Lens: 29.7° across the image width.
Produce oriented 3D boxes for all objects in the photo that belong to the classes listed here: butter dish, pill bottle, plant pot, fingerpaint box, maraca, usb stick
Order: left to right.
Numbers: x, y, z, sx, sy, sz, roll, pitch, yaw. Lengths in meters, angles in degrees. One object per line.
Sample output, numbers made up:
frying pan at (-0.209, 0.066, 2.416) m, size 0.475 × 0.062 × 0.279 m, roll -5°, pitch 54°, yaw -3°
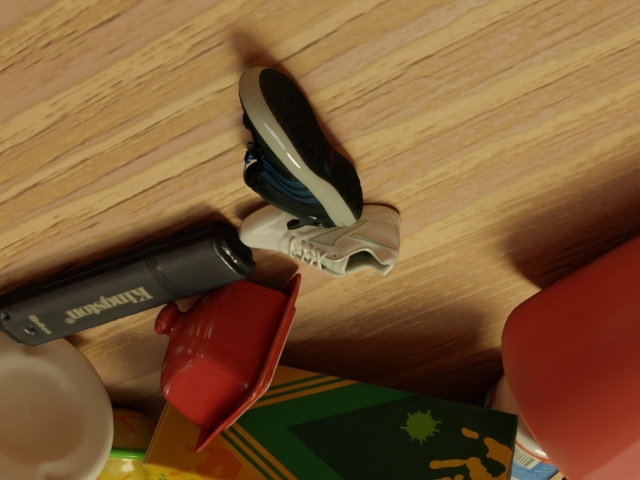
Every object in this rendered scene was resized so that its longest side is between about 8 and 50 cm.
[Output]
pill bottle at (-0.398, 0.251, 1.328) m, size 0.204 × 0.204 × 0.361 m, roll 21°, pitch 139°, yaw -31°
maraca at (-0.240, 0.250, 1.440) m, size 0.127 × 0.099 × 0.186 m, roll 9°, pitch 171°, yaw -3°
usb stick at (-0.195, 0.045, 1.174) m, size 0.278 × 0.045 × 0.077 m, roll -18°, pitch 144°, yaw 22°
butter dish at (-0.108, 0.101, 1.193) m, size 0.118 × 0.160 × 0.160 m, roll 30°, pitch 138°, yaw -12°
fingerpaint box at (0.024, 0.343, 1.408) m, size 0.371 × 0.163 × 0.445 m, roll 11°, pitch 143°, yaw 12°
pill bottle at (0.222, 0.241, 1.428) m, size 0.124 × 0.124 × 0.221 m, roll 9°, pitch 146°, yaw -17°
plant pot at (0.350, 0.099, 1.127) m, size 0.275 × 0.275 × 0.243 m, roll 20°, pitch 130°, yaw -30°

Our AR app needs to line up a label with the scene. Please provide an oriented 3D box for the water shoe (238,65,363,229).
water shoe at (-0.033, -0.063, 1.000) m, size 0.080 × 0.073 × 0.203 m, roll -14°, pitch 144°, yaw 20°

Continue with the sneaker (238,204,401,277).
sneaker at (0.000, 0.000, 1.108) m, size 0.152 × 0.061 × 0.054 m, roll 1°, pitch 148°, yaw -3°

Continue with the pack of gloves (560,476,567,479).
pack of gloves at (0.320, 0.241, 1.373) m, size 0.046 × 0.195 × 0.232 m, roll 30°, pitch 141°, yaw 0°
